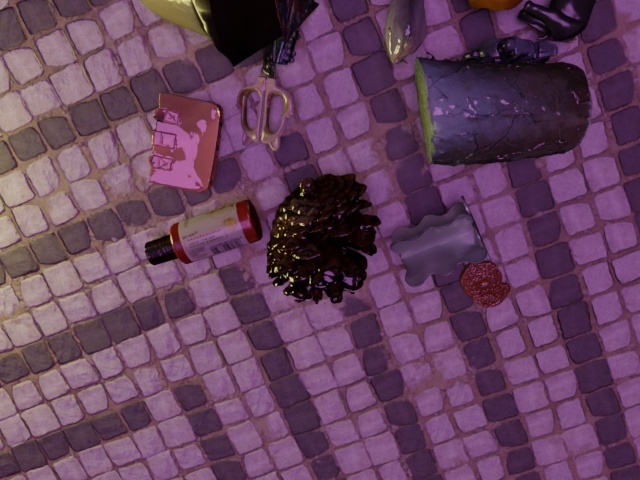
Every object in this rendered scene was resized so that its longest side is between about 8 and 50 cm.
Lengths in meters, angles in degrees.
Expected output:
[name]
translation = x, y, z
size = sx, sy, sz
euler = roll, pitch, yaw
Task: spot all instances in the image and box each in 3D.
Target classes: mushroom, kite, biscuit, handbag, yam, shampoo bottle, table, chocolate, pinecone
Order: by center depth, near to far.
[chocolate]
translation = -0.230, -0.558, 1.180
size = 0.297, 0.314, 0.326
euler = 16, 135, 28
[kite]
translation = -0.059, -0.505, 1.224
size = 0.009, 0.232, 0.189
euler = 16, 100, 23
[yam]
translation = 0.367, -0.277, 1.254
size = 0.348, 0.241, 0.241
euler = -1, 104, -2
[mushroom]
translation = 0.200, -0.522, 1.276
size = 0.096, 0.099, 0.278
euler = 10, 101, -6
[pinecone]
translation = 0.005, 0.004, 1.315
size = 0.242, 0.298, 0.296
euler = 12, 118, 3
[table]
translation = 0.273, 0.010, 1.378
size = 0.198, 0.166, 0.167
euler = -23, 102, 15
[handbag]
translation = -0.318, -0.228, 1.381
size = 0.157, 0.059, 0.213
euler = 10, 102, -2
[shampoo bottle]
translation = -0.285, -0.008, 1.409
size = 0.278, 0.104, 0.104
euler = -18, 103, 6
[biscuit]
translation = 0.406, 0.107, 1.460
size = 0.102, 0.019, 0.130
euler = -41, 100, 11

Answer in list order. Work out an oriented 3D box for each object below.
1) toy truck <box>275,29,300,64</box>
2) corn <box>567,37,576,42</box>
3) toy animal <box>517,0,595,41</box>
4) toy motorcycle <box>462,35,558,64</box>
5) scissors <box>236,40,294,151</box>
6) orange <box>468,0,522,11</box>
[toy truck]
translation = -0.078, -0.439, 1.332
size = 0.044, 0.039, 0.083
euler = 20, 106, 11
[corn]
translation = 0.532, -0.463, 1.312
size = 0.083, 0.027, 0.028
euler = 21, 87, -1
[toy animal]
translation = 0.531, -0.540, 1.257
size = 0.146, 0.114, 0.245
euler = 24, 109, 5
[toy motorcycle]
translation = 0.413, -0.408, 1.279
size = 0.193, 0.124, 0.061
euler = 2, 91, 4
[scissors]
translation = -0.118, -0.367, 1.332
size = 0.160, 0.024, 0.318
euler = 14, 104, 26
[orange]
translation = 0.372, -0.551, 1.240
size = 0.154, 0.155, 0.134
euler = -15, 145, 5
